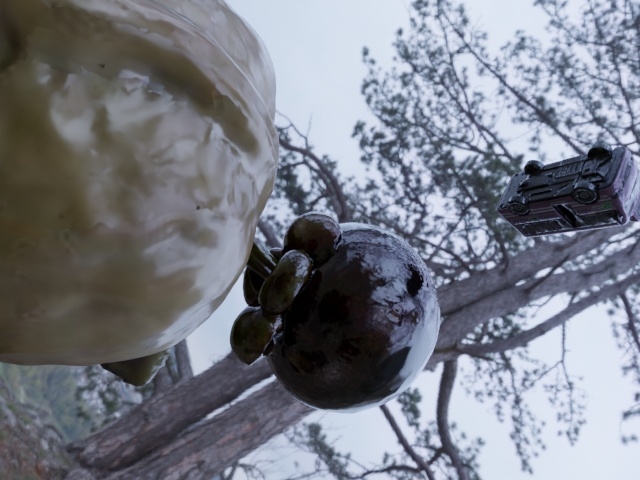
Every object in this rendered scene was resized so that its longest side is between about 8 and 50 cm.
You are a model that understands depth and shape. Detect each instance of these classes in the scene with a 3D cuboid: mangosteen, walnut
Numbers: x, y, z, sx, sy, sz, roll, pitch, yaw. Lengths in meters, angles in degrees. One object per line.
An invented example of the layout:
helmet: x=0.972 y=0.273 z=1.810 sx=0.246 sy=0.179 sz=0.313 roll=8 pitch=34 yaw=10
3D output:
mangosteen: x=0.015 y=0.103 z=0.866 sx=0.307 sy=0.347 sz=0.306 roll=-47 pitch=-153 yaw=32
walnut: x=-0.215 y=-0.084 z=0.442 sx=0.381 sy=0.381 sz=0.381 roll=164 pitch=-90 yaw=-74

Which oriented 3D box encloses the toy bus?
toy bus: x=0.380 y=-0.067 z=0.841 sx=0.108 sy=0.096 sz=0.199 roll=42 pitch=-26 yaw=-21

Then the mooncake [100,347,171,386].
mooncake: x=-0.390 y=0.053 z=0.780 sx=0.246 sy=0.393 sz=0.394 roll=49 pitch=-19 yaw=56
